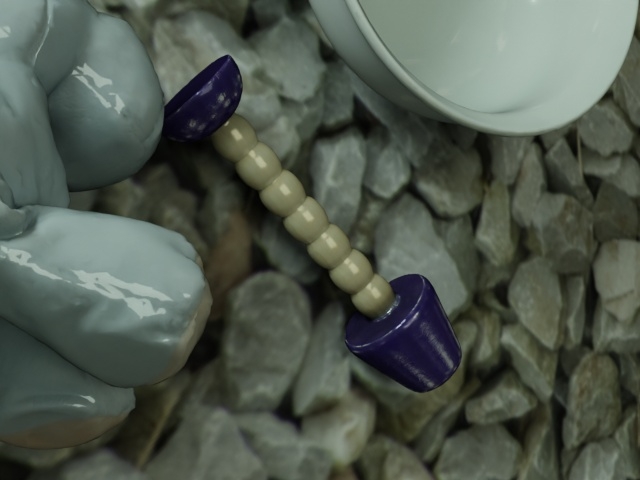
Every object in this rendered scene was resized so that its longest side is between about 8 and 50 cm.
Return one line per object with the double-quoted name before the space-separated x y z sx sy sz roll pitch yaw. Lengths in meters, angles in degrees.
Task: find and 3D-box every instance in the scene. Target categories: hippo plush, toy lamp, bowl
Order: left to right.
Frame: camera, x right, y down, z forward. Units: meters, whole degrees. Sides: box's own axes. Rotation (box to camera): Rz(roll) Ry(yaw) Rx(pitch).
"hippo plush" -0.202 -0.044 0.509 0.294 0.234 0.237 40 33 -39
"toy lamp" 0.000 0.000 0.677 0.275 0.080 0.080 47 63 -18
"bowl" 0.089 -0.212 0.724 0.297 0.134 0.298 4 82 -32
